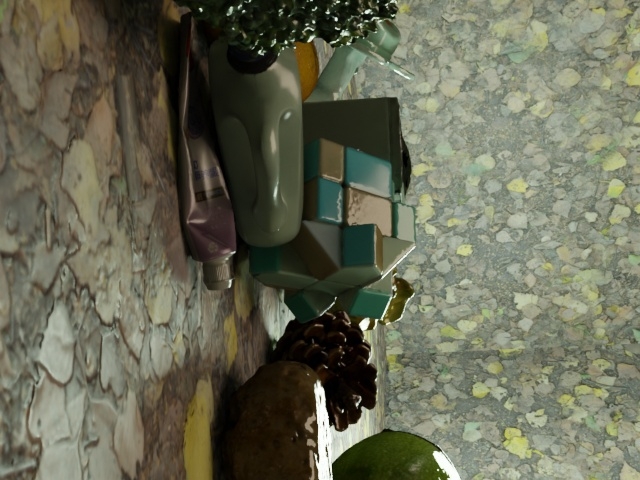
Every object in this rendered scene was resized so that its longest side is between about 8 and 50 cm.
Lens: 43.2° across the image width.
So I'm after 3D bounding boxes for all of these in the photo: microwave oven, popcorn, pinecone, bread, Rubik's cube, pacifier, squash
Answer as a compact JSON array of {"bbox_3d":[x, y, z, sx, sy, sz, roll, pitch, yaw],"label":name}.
[{"bbox_3d":[0.044,-0.127,1.436,0.295,0.237,0.181,33,54,-82],"label":"microwave oven"},{"bbox_3d":[0.051,0.067,1.424,0.181,0.216,0.235,-57,167,-20],"label":"popcorn"},{"bbox_3d":[0.006,0.213,1.275,0.212,0.168,0.186,-106,172,-61],"label":"pinecone"},{"bbox_3d":[-0.050,0.268,1.017,0.230,0.122,0.230,-8,90,-85],"label":"bread"},{"bbox_3d":[0.000,0.000,1.150,0.265,0.224,0.213,-23,-120,51],"label":"Rubik's cube"},{"bbox_3d":[0.034,-0.374,1.707,0.269,0.288,0.343,-59,155,11],"label":"pacifier"},{"bbox_3d":[0.087,0.513,1.519,0.309,0.310,0.311,25,61,-61],"label":"squash"}]

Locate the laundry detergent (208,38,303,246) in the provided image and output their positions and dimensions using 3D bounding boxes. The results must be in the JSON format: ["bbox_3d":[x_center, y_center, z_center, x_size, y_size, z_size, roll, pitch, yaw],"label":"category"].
[{"bbox_3d":[-0.071,-0.138,0.931,0.281,0.105,0.215,96,-13,-61],"label":"laundry detergent"}]

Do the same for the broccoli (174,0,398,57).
[{"bbox_3d":[-0.042,-0.338,0.717,0.375,0.249,0.302,18,49,-38],"label":"broccoli"}]

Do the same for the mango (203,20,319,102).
[{"bbox_3d":[-0.072,-0.276,1.109,0.295,0.120,0.177,41,44,-79],"label":"mango"}]

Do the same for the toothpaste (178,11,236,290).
[{"bbox_3d":[-0.131,-0.095,0.889,0.075,0.048,0.301,-32,116,-76],"label":"toothpaste"}]
